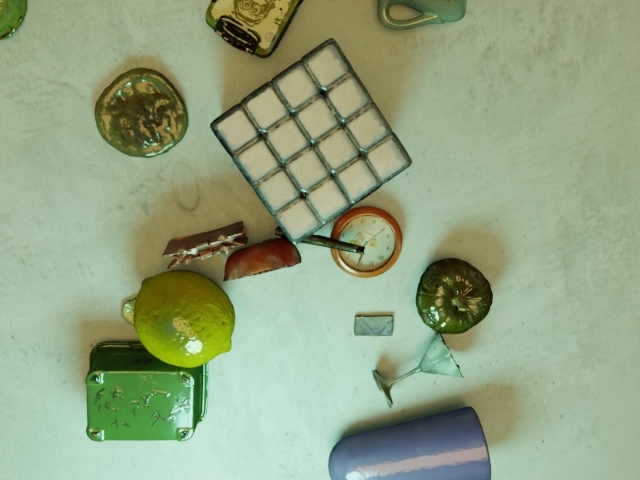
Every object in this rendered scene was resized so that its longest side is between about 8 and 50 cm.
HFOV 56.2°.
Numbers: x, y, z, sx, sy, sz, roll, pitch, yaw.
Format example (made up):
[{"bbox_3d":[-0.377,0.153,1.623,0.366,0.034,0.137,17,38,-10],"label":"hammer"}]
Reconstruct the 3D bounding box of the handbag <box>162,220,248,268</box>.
[{"bbox_3d":[-0.300,0.010,1.581,0.212,0.157,0.060,-16,103,-1],"label":"handbag"}]

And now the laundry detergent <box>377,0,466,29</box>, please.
[{"bbox_3d":[0.223,-0.648,1.518,0.280,0.105,0.215,-6,104,-5],"label":"laundry detergent"}]

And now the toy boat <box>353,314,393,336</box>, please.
[{"bbox_3d":[0.155,0.247,1.740,0.114,0.016,0.064,1,102,-4],"label":"toy boat"}]

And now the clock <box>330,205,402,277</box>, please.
[{"bbox_3d":[0.127,0.005,1.670,0.205,0.051,0.206,-1,103,-2],"label":"clock"}]

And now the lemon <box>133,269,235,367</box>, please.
[{"bbox_3d":[-0.354,0.202,1.570,0.267,0.267,0.268,-1,102,-5],"label":"lemon"}]

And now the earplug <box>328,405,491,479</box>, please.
[{"bbox_3d":[0.246,0.624,1.735,0.455,0.215,0.215,-10,102,1],"label":"earplug"}]

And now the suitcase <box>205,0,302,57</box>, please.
[{"bbox_3d":[-0.159,-0.582,1.481,0.193,0.143,0.235,30,97,-10],"label":"suitcase"}]

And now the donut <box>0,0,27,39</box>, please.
[{"bbox_3d":[-0.859,-0.600,1.441,0.271,0.107,0.272,-1,102,-6],"label":"donut"}]

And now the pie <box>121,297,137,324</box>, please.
[{"bbox_3d":[-0.515,0.200,1.673,0.084,0.020,0.085,0,101,-2],"label":"pie"}]

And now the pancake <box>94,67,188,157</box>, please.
[{"bbox_3d":[-0.464,-0.330,1.554,0.241,0.050,0.242,-1,101,-6],"label":"pancake"}]

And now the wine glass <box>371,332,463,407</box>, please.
[{"bbox_3d":[0.273,0.373,1.715,0.232,0.156,0.156,-29,102,6],"label":"wine glass"}]

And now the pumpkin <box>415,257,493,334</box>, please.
[{"bbox_3d":[0.366,0.158,1.661,0.218,0.162,0.219,-1,98,-10],"label":"pumpkin"}]

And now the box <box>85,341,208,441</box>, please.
[{"bbox_3d":[-0.481,0.423,1.641,0.328,0.178,0.253,1,103,-5],"label":"box"}]

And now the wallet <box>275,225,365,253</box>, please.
[{"bbox_3d":[0.000,0.000,1.590,0.232,0.122,0.032,11,88,16],"label":"wallet"}]

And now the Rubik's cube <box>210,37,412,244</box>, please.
[{"bbox_3d":[-0.031,-0.241,1.463,0.343,0.337,0.345,-34,101,2],"label":"Rubik's cube"}]

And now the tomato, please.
[{"bbox_3d":[-0.162,0.048,1.581,0.224,0.225,0.085,-14,93,-2],"label":"tomato"}]
